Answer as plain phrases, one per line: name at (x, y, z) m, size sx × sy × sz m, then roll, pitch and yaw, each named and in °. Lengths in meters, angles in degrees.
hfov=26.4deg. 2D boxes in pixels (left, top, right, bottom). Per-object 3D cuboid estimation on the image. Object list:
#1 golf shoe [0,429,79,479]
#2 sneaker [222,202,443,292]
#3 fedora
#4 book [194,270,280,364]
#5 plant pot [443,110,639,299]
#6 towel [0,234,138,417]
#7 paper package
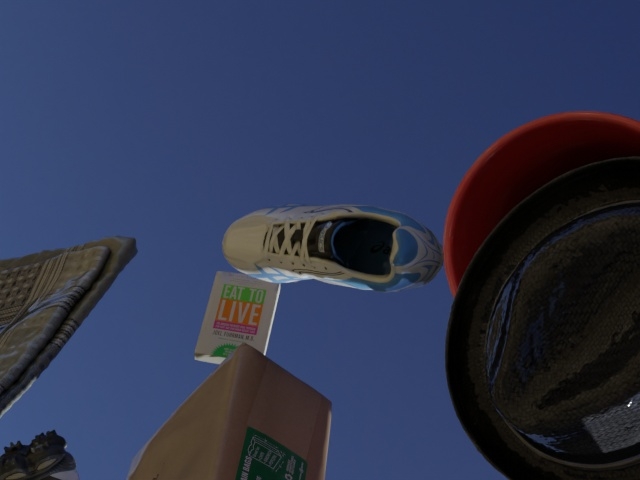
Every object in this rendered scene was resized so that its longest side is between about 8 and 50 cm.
golf shoe at (-0.323, 0.256, 1.298) m, size 0.077 × 0.198 × 0.094 m, roll -82°, pitch 152°, yaw -75°
sneaker at (0.000, 0.000, 1.275) m, size 0.237 × 0.086 × 0.085 m, roll 4°, pitch -106°, yaw 34°
fedora at (0.248, 0.076, 1.199) m, size 0.334 × 0.152 × 0.334 m, roll -4°, pitch -100°, yaw 21°
book at (-0.117, 0.114, 1.937) m, size 0.035 × 0.096 × 0.144 m, roll 96°, pitch 4°, yaw -53°
plant pot at (0.295, 0.009, 1.422) m, size 0.275 × 0.243 × 0.275 m, roll -1°, pitch -92°, yaw 25°
towel at (-0.396, 0.106, 1.543) m, size 0.312 × 0.324 × 0.056 m, roll -13°, pitch -62°, yaw 34°
paper package at (-0.138, 0.350, 1.744) m, size 0.309 × 0.168 × 0.325 m, roll -48°, pitch -161°, yaw 33°
